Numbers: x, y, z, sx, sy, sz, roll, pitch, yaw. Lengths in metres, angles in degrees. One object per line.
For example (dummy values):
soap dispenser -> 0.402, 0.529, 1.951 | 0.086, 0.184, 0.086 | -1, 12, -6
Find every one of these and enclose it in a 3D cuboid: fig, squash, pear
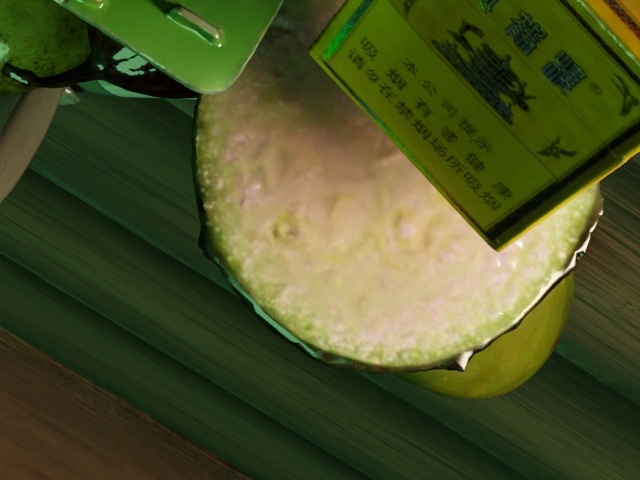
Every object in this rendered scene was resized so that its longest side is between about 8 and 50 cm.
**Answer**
fig -> -0.115, -0.170, 1.518 | 0.149, 0.202, 0.148 | -15, 130, 42
fig -> 0.140, 0.035, 1.776 | 0.203, 0.203, 0.225 | 33, 123, -15
squash -> 0.031, -0.057, 1.524 | 0.310, 0.310, 0.309 | 31, 174, -9
pear -> -0.262, -0.218, 1.615 | 0.197, 0.197, 0.197 | 25, 162, 9

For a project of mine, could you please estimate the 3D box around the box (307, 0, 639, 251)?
box -> 0.121, -0.122, 1.203 | 0.193, 0.084, 0.301 | 46, 158, 0

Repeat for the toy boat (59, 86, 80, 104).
toy boat -> -0.389, -0.175, 2.119 | 0.282, 0.096, 0.206 | 1, 135, 38

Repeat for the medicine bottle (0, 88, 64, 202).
medicine bottle -> -0.439, -0.183, 1.930 | 0.339, 0.208, 0.208 | 27, 163, 3

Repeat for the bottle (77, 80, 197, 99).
bottle -> -0.142, -0.173, 1.747 | 0.253, 0.079, 0.096 | 7, 115, 49

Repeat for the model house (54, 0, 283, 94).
model house -> -0.195, -0.259, 1.322 | 0.357, 0.242, 0.313 | 31, 165, -15
